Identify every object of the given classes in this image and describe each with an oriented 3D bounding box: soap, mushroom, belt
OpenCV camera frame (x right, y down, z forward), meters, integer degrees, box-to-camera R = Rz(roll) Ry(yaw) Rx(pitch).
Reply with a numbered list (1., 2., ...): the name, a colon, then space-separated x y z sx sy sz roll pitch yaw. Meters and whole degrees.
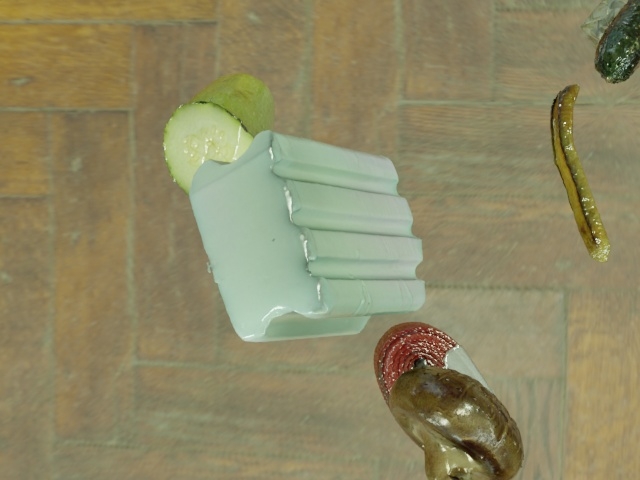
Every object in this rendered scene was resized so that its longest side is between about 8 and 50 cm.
1. soap: 0.000 0.000 1.273 0.095 0.289 0.172 -23 79 22
2. mushroom: 0.113 0.153 1.113 0.085 0.109 0.126 -33 130 4
3. belt: 0.151 0.201 1.781 0.128 0.124 0.201 -34 89 -1

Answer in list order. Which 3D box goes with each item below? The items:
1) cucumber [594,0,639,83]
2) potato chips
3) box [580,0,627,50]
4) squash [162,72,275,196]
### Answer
1. cucumber: 0.377 -0.254 1.581 0.067 0.245 0.067 24 134 27
2. potato chips: 0.255 -0.070 1.343 0.037 0.026 0.204 1 57 -9
3. box: 0.379 -0.260 1.725 0.062 0.098 0.045 -46 45 -1
4. squash: -0.115 -0.151 1.634 0.137 0.287 0.137 2 120 3
